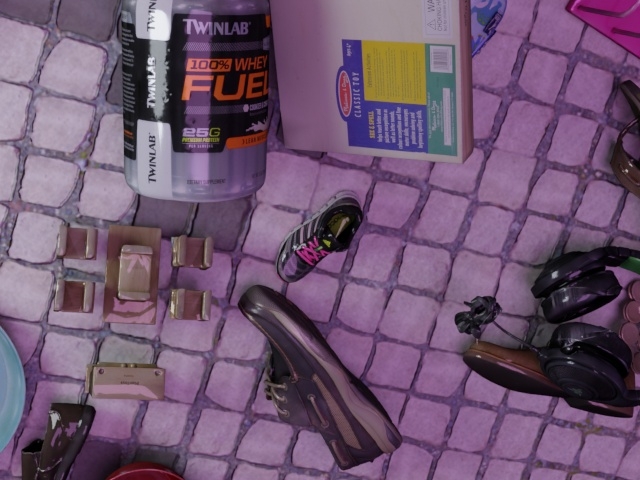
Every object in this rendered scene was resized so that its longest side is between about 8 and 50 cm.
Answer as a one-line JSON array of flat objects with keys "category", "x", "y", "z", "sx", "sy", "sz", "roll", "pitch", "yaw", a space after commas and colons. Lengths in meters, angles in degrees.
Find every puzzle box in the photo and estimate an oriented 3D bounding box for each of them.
[{"category": "puzzle box", "x": 0.061, "y": -0.305, "z": 1.374, "sx": 0.272, "sy": 0.052, "sz": 0.409, "roll": 8, "pitch": 118, "yaw": 24}]

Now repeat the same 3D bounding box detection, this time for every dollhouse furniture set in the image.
[{"category": "dollhouse furniture set", "x": -0.274, "y": 0.102, "z": 1.506, "sx": 0.212, "sy": 0.161, "sz": 0.242, "roll": 4, "pitch": 84, "yaw": -14}]

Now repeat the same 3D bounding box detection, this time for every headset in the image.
[{"category": "headset", "x": 0.398, "y": 0.119, "z": 1.570, "sx": 0.394, "sy": 0.185, "sz": 0.243, "roll": 1, "pitch": 68, "yaw": -9}]

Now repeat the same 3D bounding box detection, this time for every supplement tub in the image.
[{"category": "supplement tub", "x": -0.164, "y": -0.221, "z": 1.377, "sx": 0.193, "sy": 0.193, "sz": 0.316, "roll": -2, "pitch": 107, "yaw": -12}]

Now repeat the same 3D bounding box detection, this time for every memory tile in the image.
[{"category": "memory tile", "x": 0.533, "y": 0.148, "z": 1.711, "sx": 0.113, "sy": 0.012, "sz": 0.148, "roll": 24, "pitch": 75, "yaw": -22}]

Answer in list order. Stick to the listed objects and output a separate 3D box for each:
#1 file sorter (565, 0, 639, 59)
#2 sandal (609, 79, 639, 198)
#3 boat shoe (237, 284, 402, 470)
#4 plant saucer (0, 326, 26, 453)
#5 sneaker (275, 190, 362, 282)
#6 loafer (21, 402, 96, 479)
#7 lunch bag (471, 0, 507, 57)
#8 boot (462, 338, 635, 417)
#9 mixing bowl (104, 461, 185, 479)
[{"category": "file sorter", "x": 0.553, "y": -0.340, "z": 1.507, "sx": 0.290, "sy": 0.182, "sz": 0.202, "roll": 27, "pitch": 99, "yaw": -19}, {"category": "sandal", "x": 0.494, "y": -0.096, "z": 1.609, "sx": 0.086, "sy": 0.120, "sz": 0.303, "roll": -12, "pitch": 110, "yaw": 6}, {"category": "boat shoe", "x": -0.018, "y": 0.222, "z": 1.579, "sx": 0.130, "sy": 0.132, "sz": 0.355, "roll": -39, "pitch": 110, "yaw": 1}, {"category": "plant saucer", "x": -0.583, "y": 0.208, "z": 1.494, "sx": 0.317, "sy": 0.044, "sz": 0.318, "roll": -3, "pitch": 107, "yaw": -11}, {"category": "sneaker", "x": 0.000, "y": 0.000, "z": 1.544, "sx": 0.170, "sy": 0.075, "sz": 0.063, "roll": -44, "pitch": 111, "yaw": 3}, {"category": "loafer", "x": -0.410, "y": 0.331, "z": 1.559, "sx": 0.078, "sy": 0.080, "sz": 0.220, "roll": 26, "pitch": 94, "yaw": -9}, {"category": "lunch bag", "x": 0.137, "y": -0.331, "z": 1.468, "sx": 0.219, "sy": 0.090, "sz": 0.176, "roll": 37, "pitch": 100, "yaw": -19}, {"category": "boot", "x": 0.371, "y": 0.196, "z": 1.691, "sx": 0.305, "sy": 0.112, "sz": 0.115, "roll": 17, "pitch": 77, "yaw": -16}, {"category": "mixing bowl", "x": -0.270, "y": 0.406, "z": 1.595, "sx": 0.181, "sy": 0.098, "sz": 0.181, "roll": -3, "pitch": 107, "yaw": -11}]
